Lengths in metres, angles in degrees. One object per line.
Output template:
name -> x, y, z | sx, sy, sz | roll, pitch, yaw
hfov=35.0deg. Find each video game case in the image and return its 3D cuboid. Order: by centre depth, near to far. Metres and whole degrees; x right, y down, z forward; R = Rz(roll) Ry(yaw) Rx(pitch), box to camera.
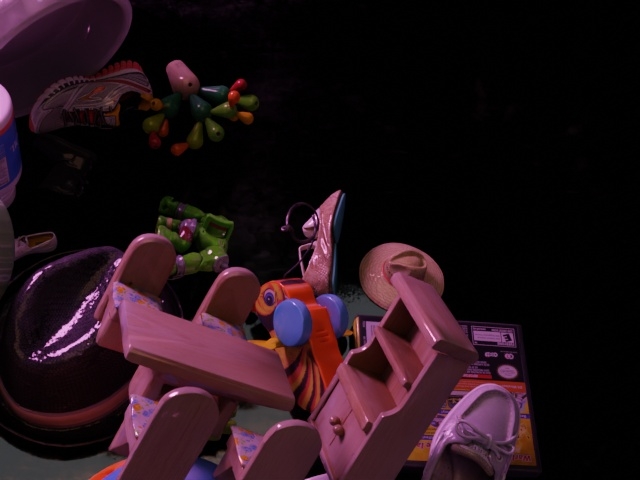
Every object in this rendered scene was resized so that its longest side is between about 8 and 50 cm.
video game case -> 0.189, 0.237, 1.557 | 0.274, 0.035, 0.248 | 4, 56, -9

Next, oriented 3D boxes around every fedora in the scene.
fedora -> -0.349, 0.122, 1.461 | 0.334, 0.152, 0.334 | 5, 57, -8

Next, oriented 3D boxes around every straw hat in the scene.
straw hat -> 0.139, 0.045, 1.656 | 0.144, 0.061, 0.145 | 5, 57, -8

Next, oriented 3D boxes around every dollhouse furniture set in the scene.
dollhouse furniture set -> -0.049, 0.140, 1.263 | 0.394, 0.256, 0.362 | 22, 19, -24

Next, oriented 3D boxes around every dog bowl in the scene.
dog bowl -> -0.456, -0.328, 1.634 | 0.348, 0.349, 0.102 | -33, 80, -27

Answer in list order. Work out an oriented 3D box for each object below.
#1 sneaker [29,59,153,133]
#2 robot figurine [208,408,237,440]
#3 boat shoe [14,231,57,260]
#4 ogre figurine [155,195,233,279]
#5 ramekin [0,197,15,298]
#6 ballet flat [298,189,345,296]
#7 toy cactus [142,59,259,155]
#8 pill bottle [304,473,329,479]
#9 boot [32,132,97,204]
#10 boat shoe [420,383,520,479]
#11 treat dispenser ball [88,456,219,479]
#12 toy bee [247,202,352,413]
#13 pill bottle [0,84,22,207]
sneaker -> -0.387, -0.232, 1.724 | 0.225, 0.088, 0.093 | -26, 68, -23
robot figurine -> -0.178, 0.253, 1.458 | 0.115, 0.067, 0.101 | 4, 65, -7
boat shoe -> -0.462, 0.006, 1.585 | 0.100, 0.035, 0.035 | -10, 60, -17
ogre figurine -> -0.201, -0.001, 1.597 | 0.118, 0.097, 0.197 | 9, 12, -10
ramekin -> -0.580, 0.011, 1.416 | 0.303, 0.148, 0.303 | 0, 88, 10
ballet flat -> 0.000, 0.000, 1.658 | 0.067, 0.073, 0.206 | 2, 52, 8
toy cactus -> -0.220, -0.245, 1.757 | 0.219, 0.112, 0.180 | -24, 62, -17
pill bottle -> 0.030, 0.450, 1.317 | 0.152, 0.152, 0.272 | -9, 59, -16
boot -> -0.435, -0.116, 1.667 | 0.121, 0.045, 0.099 | 20, 59, 2
boat shoe -> 0.194, 0.339, 1.418 | 0.118, 0.103, 0.320 | 36, 69, 2
treat dispenser ball -> -0.191, 0.403, 1.224 | 0.288, 0.288, 0.288 | 5, 57, -7
toy bee -> -0.034, 0.119, 1.545 | 0.195, 0.162, 0.298 | 21, 64, -35
pill bottle -> -0.524, -0.138, 1.555 | 0.124, 0.221, 0.124 | 5, 57, -8
